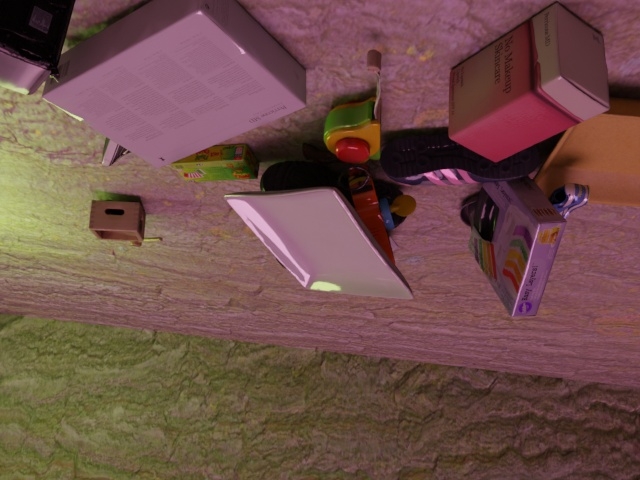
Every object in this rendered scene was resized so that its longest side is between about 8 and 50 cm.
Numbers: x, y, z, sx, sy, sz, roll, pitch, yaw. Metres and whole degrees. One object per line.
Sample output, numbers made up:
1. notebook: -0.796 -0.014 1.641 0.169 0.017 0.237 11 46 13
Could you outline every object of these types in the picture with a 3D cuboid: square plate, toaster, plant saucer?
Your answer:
1. square plate: 0.000 0.000 1.466 0.347 0.049 0.344 1 141 46
2. toaster: -0.495 -0.337 1.056 0.168 0.185 0.110 21 148 -34
3. plant saucer: 0.611 -0.178 1.318 0.333 0.081 0.333 4 157 0

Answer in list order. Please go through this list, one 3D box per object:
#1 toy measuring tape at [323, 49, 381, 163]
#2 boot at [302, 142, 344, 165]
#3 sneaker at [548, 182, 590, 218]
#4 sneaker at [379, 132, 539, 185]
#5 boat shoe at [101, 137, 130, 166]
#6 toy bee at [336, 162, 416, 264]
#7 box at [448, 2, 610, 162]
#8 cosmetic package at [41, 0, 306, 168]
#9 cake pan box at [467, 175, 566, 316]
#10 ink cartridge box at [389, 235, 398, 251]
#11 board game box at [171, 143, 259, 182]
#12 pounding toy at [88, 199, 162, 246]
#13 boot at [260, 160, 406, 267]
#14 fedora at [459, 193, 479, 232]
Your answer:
1. toy measuring tape: 0.058 -0.238 1.260 0.121 0.121 0.330 3 157 6
2. boot: 0.028 -0.194 1.465 0.114 0.037 0.106 -2 170 25
3. sneaker: 0.503 -0.079 1.411 0.059 0.053 0.144 11 148 -15
4. sneaker: 0.292 -0.169 1.410 0.319 0.112 0.131 3 174 14
5. boat shoe: -0.425 -0.219 1.455 0.070 0.077 0.219 14 152 -26
6. toy bee: 0.114 -0.086 1.473 0.195 0.162 0.298 2 132 -6
7. box: 0.338 -0.253 1.111 0.127 0.148 0.232 20 152 -30
8. cosmetic package: -0.257 -0.282 1.203 0.377 0.097 0.284 -16 148 29
9. cake pan box: 0.408 -0.013 1.427 0.070 0.267 0.245 -2 127 -12
10. ink cartridge box: 0.113 0.075 1.855 0.208 0.045 0.206 -37 176 -4
11. board game box: -0.244 -0.179 1.556 0.181 0.043 0.092 -1 157 16
12. pounding toy: -0.535 -0.048 1.884 0.181 0.094 0.206 3 167 -6
13. boot: -0.030 -0.037 1.747 0.367 0.146 0.445 14 160 -16
14. fedora: 0.481 -0.025 1.654 0.275 0.124 0.244 14 156 -20
